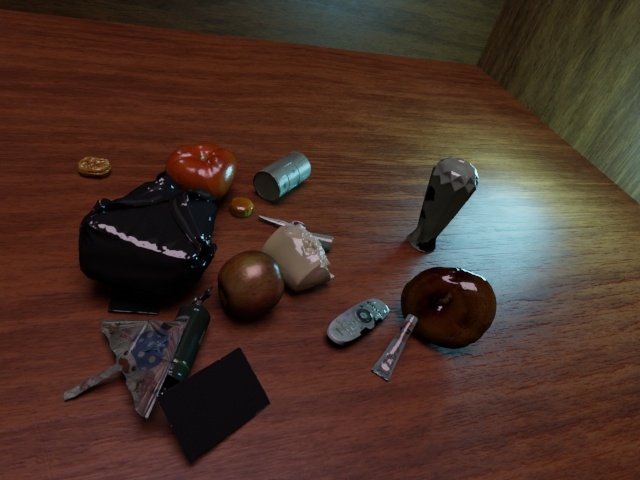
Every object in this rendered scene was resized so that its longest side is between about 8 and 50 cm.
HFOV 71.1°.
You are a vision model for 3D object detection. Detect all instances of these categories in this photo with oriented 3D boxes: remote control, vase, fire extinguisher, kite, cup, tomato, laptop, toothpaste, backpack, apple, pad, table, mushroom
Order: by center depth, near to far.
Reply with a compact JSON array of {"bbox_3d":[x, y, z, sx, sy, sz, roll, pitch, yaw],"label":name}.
[{"bbox_3d":[-0.245,0.377,1.058,0.243,0.004,0.164,-23,80,-44],"label":"pad"},{"bbox_3d":[-0.458,0.287,1.065,0.314,0.011,0.335,-33,49,-16],"label":"kite"},{"bbox_3d":[-0.353,0.244,1.173,0.093,0.118,0.294,39,36,-23],"label":"fire extinguisher"},{"bbox_3d":[-0.203,0.124,1.283,0.174,0.188,0.188,-20,53,-28],"label":"apple"},{"bbox_3d":[0.221,0.306,1.299,0.056,0.036,0.205,28,65,18],"label":"toothpaste"},{"bbox_3d":[-0.525,0.133,1.300,0.135,0.016,0.197,6,43,-13],"label":"laptop"},{"bbox_3d":[-0.475,-0.046,1.328,0.363,0.255,0.446,18,28,-10],"label":"backpack"},{"bbox_3d":[0.116,0.247,1.360,0.256,0.045,0.097,-22,55,-39],"label":"remote control"},{"bbox_3d":[0.408,0.207,1.391,0.254,0.267,0.267,18,33,-42],"label":"mushroom"},{"bbox_3d":[0.001,-0.003,1.586,0.083,0.054,0.075,13,42,0],"label":"cup"},{"bbox_3d":[-0.425,-0.241,1.612,0.259,0.180,0.260,8,39,-7],"label":"tomato"},{"bbox_3d":[0.433,-0.121,1.622,0.165,0.360,0.165,9,43,-8],"label":"vase"},{"bbox_3d":[-0.148,-0.254,1.758,0.126,0.126,0.220,31,42,15],"label":"table"}]

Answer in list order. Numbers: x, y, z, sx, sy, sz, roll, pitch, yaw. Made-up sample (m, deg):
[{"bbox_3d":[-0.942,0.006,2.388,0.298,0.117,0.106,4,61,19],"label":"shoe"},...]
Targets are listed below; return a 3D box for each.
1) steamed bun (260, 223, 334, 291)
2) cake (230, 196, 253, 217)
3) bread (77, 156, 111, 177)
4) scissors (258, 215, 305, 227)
[{"bbox_3d":[-0.062,0.047,1.427,0.225,0.170,0.200,40,41,22],"label":"steamed bun"},{"bbox_3d":[-0.289,-0.123,1.631,0.084,0.044,0.084,11,42,-10],"label":"cake"},{"bbox_3d":[-0.816,-0.263,1.613,0.110,0.044,0.083,6,46,-10],"label":"bread"},{"bbox_3d":[-0.142,-0.060,1.625,0.176,0.022,0.085,18,44,-3],"label":"scissors"}]
